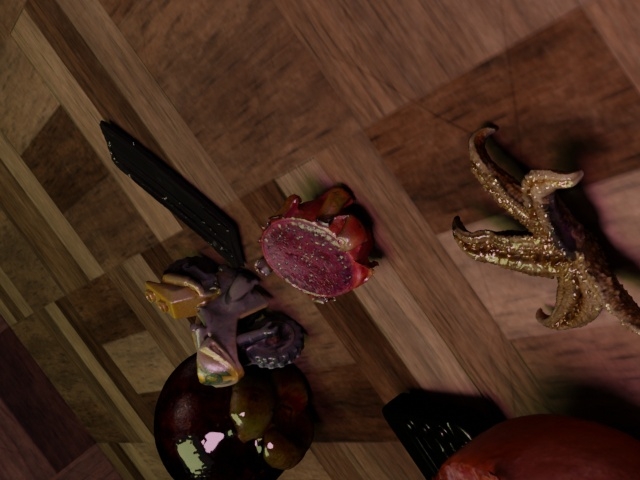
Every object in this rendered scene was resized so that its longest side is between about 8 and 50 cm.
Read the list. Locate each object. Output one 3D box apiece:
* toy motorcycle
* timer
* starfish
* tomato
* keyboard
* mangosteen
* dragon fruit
[{"bbox_3d":[-0.128,0.094,1.504,0.229,0.130,0.094,34,148,38],"label":"toy motorcycle"},{"bbox_3d":[0.145,0.217,1.273,0.144,0.055,0.187,57,161,-11],"label":"timer"},{"bbox_3d":[0.176,0.014,0.913,0.238,0.057,0.213,36,161,42],"label":"starfish"},{"bbox_3d":[0.247,0.257,1.018,0.338,0.144,0.338,42,160,19],"label":"tomato"},{"bbox_3d":[-0.177,-0.058,1.523,0.250,0.017,0.087,38,155,32],"label":"keyboard"},{"bbox_3d":[-0.107,0.226,1.595,0.210,0.210,0.210,41,155,24],"label":"mangosteen"},{"bbox_3d":[0.004,0.000,1.208,0.112,0.068,0.126,33,142,3],"label":"dragon fruit"}]
